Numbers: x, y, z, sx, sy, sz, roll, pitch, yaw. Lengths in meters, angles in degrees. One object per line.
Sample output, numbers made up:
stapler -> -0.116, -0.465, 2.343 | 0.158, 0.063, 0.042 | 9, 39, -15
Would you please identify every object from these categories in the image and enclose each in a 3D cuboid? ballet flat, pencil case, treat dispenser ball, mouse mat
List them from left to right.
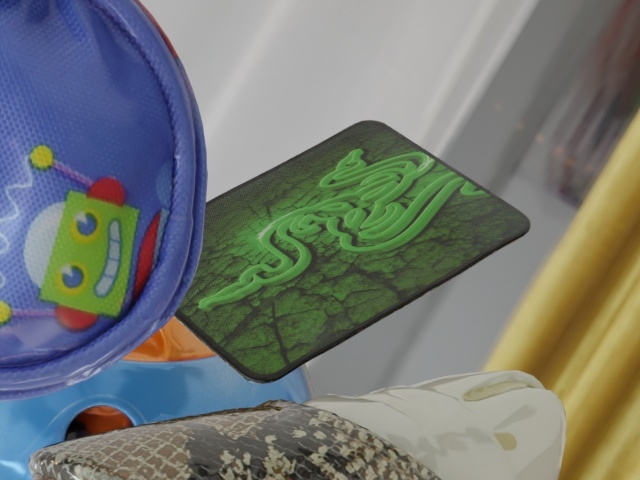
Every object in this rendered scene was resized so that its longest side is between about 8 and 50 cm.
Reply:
pencil case -> -0.125, -0.030, 0.599 | 0.133, 0.119, 0.306 | 31, 175, -15
treat dispenser ball -> -0.144, 0.138, 1.296 | 0.288, 0.288, 0.288 | 30, -175, -3
mouse mat -> 0.000, 0.000, 1.018 | 0.152, 0.189, 0.007 | 36, 145, 43
ballet flat -> 0.092, 0.170, 0.821 | 0.483, 0.182, 0.164 | 41, 163, -25
